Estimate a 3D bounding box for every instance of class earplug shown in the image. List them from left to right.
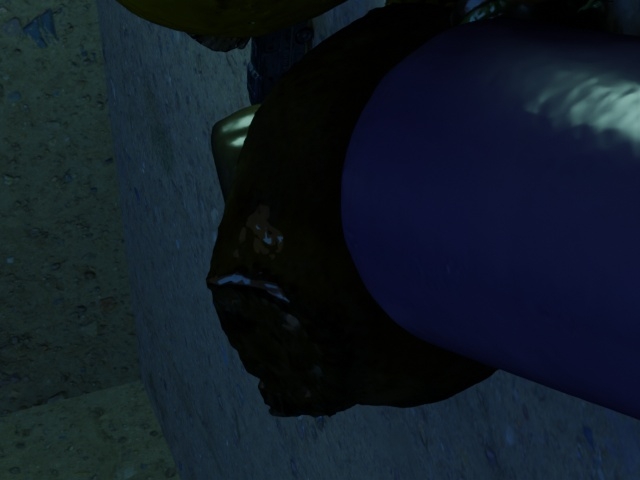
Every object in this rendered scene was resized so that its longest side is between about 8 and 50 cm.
[{"bbox_3d":[0.190,0.003,0.676,0.456,0.215,0.215,-156,54,-66],"label":"earplug"}]

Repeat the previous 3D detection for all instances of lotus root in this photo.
[{"bbox_3d":[0.051,-0.005,0.953,0.149,0.260,0.267,-4,113,40],"label":"lotus root"}]

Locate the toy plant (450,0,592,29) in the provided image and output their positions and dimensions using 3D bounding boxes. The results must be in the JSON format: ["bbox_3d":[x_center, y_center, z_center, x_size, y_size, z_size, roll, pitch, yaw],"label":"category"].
[{"bbox_3d":[0.125,-0.175,0.936,0.093,0.093,0.162,122,132,-68],"label":"toy plant"}]

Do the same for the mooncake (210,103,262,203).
[{"bbox_3d":[0.000,0.000,1.324,0.290,0.161,0.290,165,90,-86],"label":"mooncake"}]

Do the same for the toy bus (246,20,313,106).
[{"bbox_3d":[-0.047,-0.208,1.545,0.165,0.065,0.047,96,155,-45],"label":"toy bus"}]

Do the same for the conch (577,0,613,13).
[{"bbox_3d":[0.165,-0.180,0.827,0.121,0.074,0.089,60,147,35],"label":"conch"}]

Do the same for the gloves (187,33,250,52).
[{"bbox_3d":[-0.088,-0.355,1.402,0.312,0.135,0.210,-51,59,38],"label":"gloves"}]

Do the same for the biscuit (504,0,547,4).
[{"bbox_3d":[0.141,-0.301,0.769,0.216,0.047,0.339,-128,46,-59],"label":"biscuit"}]

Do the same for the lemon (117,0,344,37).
[{"bbox_3d":[-0.073,-0.333,1.050,0.387,0.350,0.349,-110,13,-63],"label":"lemon"}]

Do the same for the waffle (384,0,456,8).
[{"bbox_3d":[0.088,-0.120,1.146,0.197,0.070,0.193,-121,23,-46],"label":"waffle"}]
